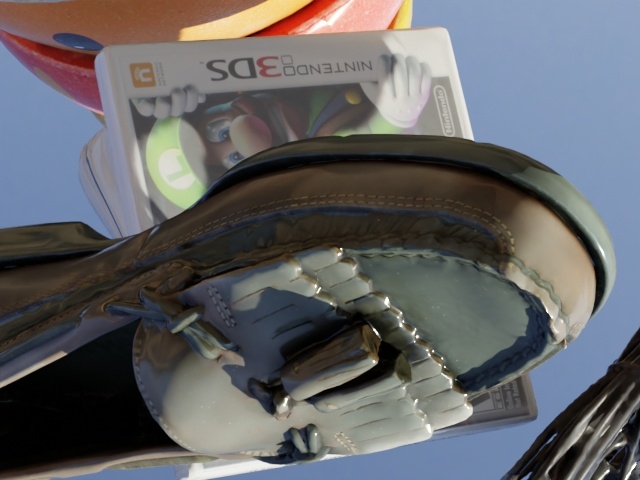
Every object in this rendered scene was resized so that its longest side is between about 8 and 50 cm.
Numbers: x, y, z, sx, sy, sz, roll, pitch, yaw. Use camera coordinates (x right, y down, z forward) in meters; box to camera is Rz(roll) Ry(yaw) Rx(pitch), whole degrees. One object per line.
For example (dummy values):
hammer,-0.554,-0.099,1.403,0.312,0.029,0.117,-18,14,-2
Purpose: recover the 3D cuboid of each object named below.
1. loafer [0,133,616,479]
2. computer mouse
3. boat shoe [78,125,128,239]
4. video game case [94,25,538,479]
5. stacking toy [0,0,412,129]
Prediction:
loafer,-0.037,0.039,0.566,0.267,0.096,0.084,-11,-141,42
computer mouse,0.148,0.126,0.902,0.188,0.272,0.072,-40,-130,-22
boat shoe,-0.091,0.006,1.318,0.083,0.076,0.226,-29,-107,-35
video game case,0.000,0.000,0.856,0.173,0.190,0.022,-6,167,-27
stacking toy,-0.050,-0.146,1.117,0.350,0.480,0.351,-8,-126,11
